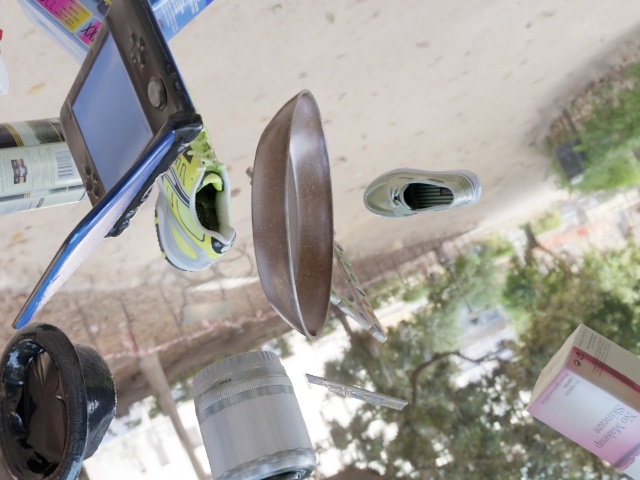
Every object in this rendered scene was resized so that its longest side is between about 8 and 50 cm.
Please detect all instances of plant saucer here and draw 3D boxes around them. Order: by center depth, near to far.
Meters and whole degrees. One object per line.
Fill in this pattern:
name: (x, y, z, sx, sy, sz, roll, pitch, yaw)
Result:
plant saucer: (-0.021, -0.019, 0.684, 0.036, 0.198, 0.198, -2, 178, 10)

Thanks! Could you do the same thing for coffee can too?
coffee can: (-0.659, -0.156, 1.848, 0.275, 0.201, 0.201, -14, 170, -43)

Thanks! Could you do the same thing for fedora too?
fedora: (-0.494, 0.319, 1.662, 0.334, 0.334, 0.152, -27, 165, 36)

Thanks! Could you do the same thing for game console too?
game console: (-0.260, -0.080, 0.902, 0.173, 0.250, 0.293, -17, 168, -36)

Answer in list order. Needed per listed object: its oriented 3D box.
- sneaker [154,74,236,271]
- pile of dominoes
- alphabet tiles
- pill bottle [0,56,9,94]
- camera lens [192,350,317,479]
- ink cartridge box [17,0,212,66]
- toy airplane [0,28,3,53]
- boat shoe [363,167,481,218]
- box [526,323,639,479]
sneaker: (-0.227, -0.143, 1.527, 0.147, 0.384, 0.145, -16, 179, 45)
pile of dominoes: (0.000, 0.000, 1.107, 0.040, 0.196, 0.251, -43, -149, 11)
alphabet tiles: (0.069, 0.304, 1.709, 0.198, 0.009, 0.237, 15, 166, 5)
pill bottle: (-0.765, -0.326, 1.772, 0.216, 0.121, 0.121, -12, 174, -2)
camera lens: (-0.142, 0.400, 1.824, 0.219, 0.274, 0.219, -16, 155, -8)
ink cartridge box: (-0.396, -0.544, 1.775, 0.395, 0.270, 0.151, -46, 167, -15)
toy airplane: (-0.467, -0.334, 1.186, 0.151, 0.151, 0.028, -26, -179, 31)
boat shoe: (0.193, -0.103, 1.812, 0.302, 0.109, 0.094, -7, -175, 46)
box: (0.508, 0.284, 1.510, 0.127, 0.232, 0.148, -49, 167, -47)
